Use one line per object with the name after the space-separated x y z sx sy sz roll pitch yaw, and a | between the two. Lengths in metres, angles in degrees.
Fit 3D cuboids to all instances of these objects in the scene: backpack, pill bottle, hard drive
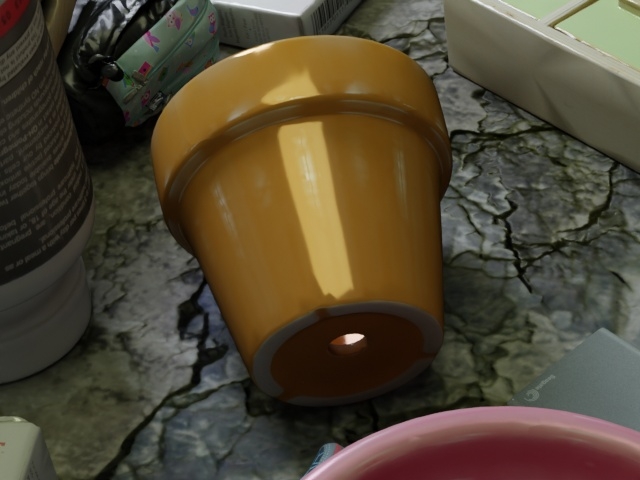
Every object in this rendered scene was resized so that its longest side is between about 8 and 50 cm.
-0.168 -0.164 1.413 0.152 0.115 0.182 26 57 31 | backpack
-0.250 -0.059 1.152 0.176 0.318 0.176 -6 40 5 | pill bottle
0.198 0.116 1.089 0.094 0.022 0.135 -34 46 -26 | hard drive

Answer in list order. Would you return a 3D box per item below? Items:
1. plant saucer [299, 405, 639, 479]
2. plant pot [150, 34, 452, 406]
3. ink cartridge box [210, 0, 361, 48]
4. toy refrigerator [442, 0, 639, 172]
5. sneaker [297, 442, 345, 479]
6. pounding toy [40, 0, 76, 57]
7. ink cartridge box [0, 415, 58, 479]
0.106 0.242 0.869 0.332 0.084 0.332 3 51 -3 | plant saucer
0.000 0.000 1.149 0.205 0.205 0.188 -11 56 -2 | plant pot
-0.067 -0.250 1.545 0.232 0.066 0.189 18 48 23 | ink cartridge box
0.223 -0.142 1.330 0.102 0.094 0.269 -32 45 -24 | toy refrigerator
-0.082 0.186 0.972 0.125 0.104 0.262 41 59 16 | sneaker
-0.217 -0.229 1.297 0.155 0.154 0.269 -4 52 20 | pounding toy
-0.254 0.210 1.016 0.154 0.093 0.212 -1 43 10 | ink cartridge box
